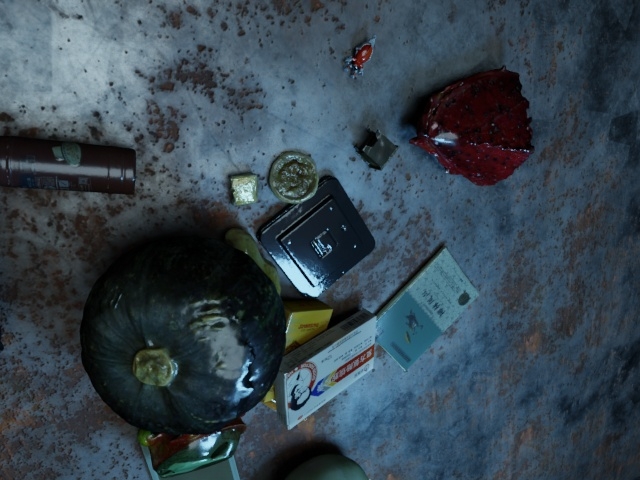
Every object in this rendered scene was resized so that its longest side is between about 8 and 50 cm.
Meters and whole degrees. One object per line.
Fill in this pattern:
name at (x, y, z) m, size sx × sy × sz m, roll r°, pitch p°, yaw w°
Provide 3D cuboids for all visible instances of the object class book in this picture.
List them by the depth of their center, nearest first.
book at (0.345, 0.234, 1.498) m, size 0.379 × 0.031 × 0.264 m, roll -46°, pitch 119°, yaw -4°

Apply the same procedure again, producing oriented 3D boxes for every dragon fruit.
dragon fruit at (-0.326, 0.521, 1.169) m, size 0.296 × 0.130 × 0.268 m, roll 6°, pitch 142°, yaw -37°
dragon fruit at (0.406, -0.331, 1.302) m, size 0.330 × 0.228 × 0.285 m, roll 1°, pitch 75°, yaw -6°

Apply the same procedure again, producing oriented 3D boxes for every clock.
clock at (0.000, 0.000, 1.245) m, size 0.273 × 0.049 × 0.278 m, roll -40°, pitch 120°, yaw -8°

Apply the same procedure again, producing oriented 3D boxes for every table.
table at (0.148, -0.251, 1.217) m, size 0.082 × 0.070 × 0.083 m, roll 37°, pitch 90°, yaw -27°

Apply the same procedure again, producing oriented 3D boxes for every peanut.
peanut at (-0.180, 0.073, 1.158) m, size 0.120 × 0.110 × 0.236 m, roll -27°, pitch 108°, yaw -10°

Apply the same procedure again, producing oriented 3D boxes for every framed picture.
framed picture at (-0.374, 0.656, 1.316) m, size 0.233 × 0.019 × 0.295 m, roll -15°, pitch 113°, yaw -20°

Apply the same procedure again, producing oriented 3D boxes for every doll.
doll at (0.106, -0.470, 1.138) m, size 0.057 × 0.039 × 0.114 m, roll 36°, pitch 99°, yaw -3°

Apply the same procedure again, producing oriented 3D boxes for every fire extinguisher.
fire extinguisher at (-0.551, -0.153, 0.883) m, size 0.344 × 0.138 × 0.101 m, roll 2°, pitch 92°, yaw -26°

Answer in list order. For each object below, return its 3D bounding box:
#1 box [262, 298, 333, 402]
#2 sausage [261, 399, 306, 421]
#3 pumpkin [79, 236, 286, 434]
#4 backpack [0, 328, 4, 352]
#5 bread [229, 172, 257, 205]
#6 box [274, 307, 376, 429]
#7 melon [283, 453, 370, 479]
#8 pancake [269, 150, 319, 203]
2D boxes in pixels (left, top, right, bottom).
box at (-0.081, 0.306, 1.268) m, size 0.174 × 0.076 × 0.273 m, roll 5°, pitch 106°, yaw -50°
sausage at (-0.156, 0.462, 1.330) m, size 0.053 × 0.053 × 0.348 m, roll -47°, pitch 120°, yaw -4°
pumpkin at (-0.293, 0.208, 0.997) m, size 0.455 × 0.344 × 0.453 m, roll 2°, pitch 105°, yaw 8°
backpack at (-0.782, 0.088, 0.793) m, size 0.364 × 0.255 × 0.445 m, roll -16°, pitch 107°, yaw -22°
bread at (-0.191, -0.128, 1.120) m, size 0.070 × 0.035 × 0.083 m, roll -14°, pitch 119°, yaw -20°
box at (0.022, 0.364, 1.300) m, size 0.353 × 0.069 × 0.214 m, roll -22°, pitch 125°, yaw -35°
melon at (0.019, 0.828, 1.418) m, size 0.331 × 0.269 × 0.268 m, roll -10°, pitch 112°, yaw -30°
pancake at (-0.067, -0.162, 1.160) m, size 0.140 × 0.022 × 0.139 m, roll -1°, pitch 95°, yaw -13°
